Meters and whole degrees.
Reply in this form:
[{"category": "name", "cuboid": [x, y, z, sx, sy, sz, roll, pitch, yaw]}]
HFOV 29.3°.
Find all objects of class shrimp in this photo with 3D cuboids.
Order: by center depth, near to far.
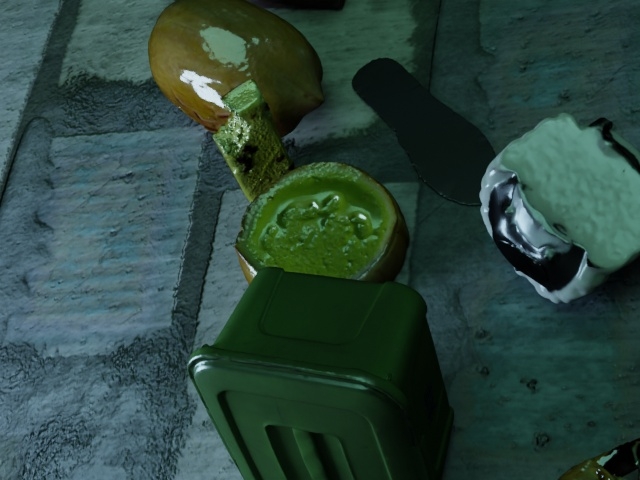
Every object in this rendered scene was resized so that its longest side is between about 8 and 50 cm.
[{"category": "shrimp", "cuboid": [0.345, 0.256, 1.317, 0.152, 0.063, 0.287, 11, 27, 33]}]

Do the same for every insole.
[{"category": "insole", "cuboid": [0.149, -0.159, 1.743, 0.109, 0.007, 0.322, -35, 54, -6]}]

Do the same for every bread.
[{"category": "bread", "cuboid": [0.000, 0.000, 1.658, 0.236, 0.070, 0.236, -8, 58, 14]}, {"category": "bread", "cuboid": [-0.092, -0.127, 1.674, 0.088, 0.226, 0.049, -29, 60, -1]}]

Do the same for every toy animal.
[{"category": "toy animal", "cuboid": [0.315, -0.037, 1.522, 0.204, 0.156, 0.208, -37, 71, -10]}]

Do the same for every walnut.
[{"category": "walnut", "cuboid": [-0.120, -0.245, 1.778, 0.298, 0.203, 0.203, 29, 72, 28]}]

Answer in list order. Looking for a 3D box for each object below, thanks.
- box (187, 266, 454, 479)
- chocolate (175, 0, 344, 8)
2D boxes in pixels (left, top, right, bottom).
[{"category": "box", "cuboid": [0.019, 0.184, 1.396, 0.252, 0.329, 0.178, 6, 50, 20]}, {"category": "chocolate", "cuboid": [-0.095, -0.429, 1.939, 0.321, 0.112, 0.112, 4, 69, 21]}]
